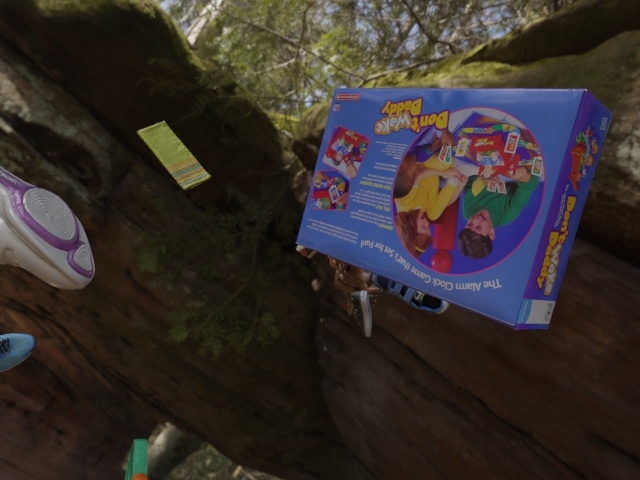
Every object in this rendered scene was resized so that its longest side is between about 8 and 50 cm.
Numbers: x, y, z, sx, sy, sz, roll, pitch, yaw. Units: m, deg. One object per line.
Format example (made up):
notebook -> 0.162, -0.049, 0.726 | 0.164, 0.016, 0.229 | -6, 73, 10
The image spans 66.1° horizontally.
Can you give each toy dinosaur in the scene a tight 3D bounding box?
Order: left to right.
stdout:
toy dinosaur -> 0.088, 0.102, 1.497 | 0.200, 0.127, 0.296 | 16, -42, -2

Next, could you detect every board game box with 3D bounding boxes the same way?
board game box -> 0.129, -0.062, 0.607 | 0.078, 0.233, 0.347 | 10, 7, -43

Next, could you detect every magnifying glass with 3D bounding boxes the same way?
magnifying glass -> -0.249, 0.328, 0.671 | 0.026, 0.092, 0.231 | 12, -18, -19

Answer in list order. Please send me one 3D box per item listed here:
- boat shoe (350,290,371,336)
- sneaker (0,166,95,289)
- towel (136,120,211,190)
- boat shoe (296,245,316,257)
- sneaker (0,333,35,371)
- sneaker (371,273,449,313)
boat shoe -> 0.102, 0.179, 1.210 | 0.040, 0.049, 0.142 | -1, -56, 15
sneaker -> -0.442, -0.025, 0.649 | 0.305, 0.152, 0.114 | 40, 13, -9
towel -> -0.440, -0.258, 1.481 | 0.237, 0.102, 0.021 | 50, -40, 6
boat shoe -> 0.000, 0.000, 1.191 | 0.043, 0.049, 0.137 | 40, -53, -21
sneaker -> -0.560, 0.190, 0.823 | 0.073, 0.162, 0.063 | -26, -101, 35
sneaker -> 0.158, 0.084, 0.855 | 0.144, 0.053, 0.059 | 23, 7, 9
